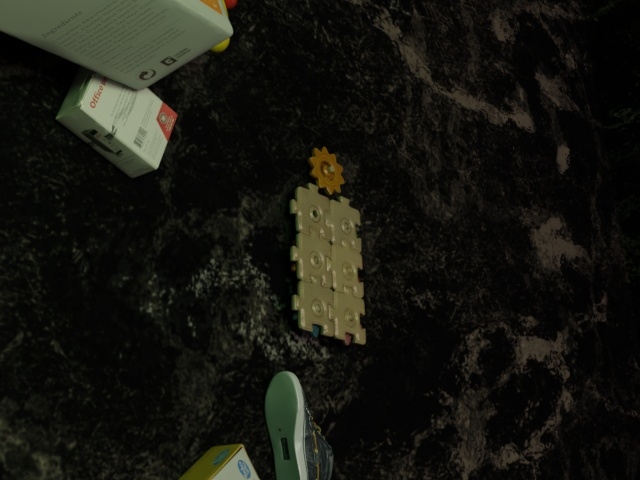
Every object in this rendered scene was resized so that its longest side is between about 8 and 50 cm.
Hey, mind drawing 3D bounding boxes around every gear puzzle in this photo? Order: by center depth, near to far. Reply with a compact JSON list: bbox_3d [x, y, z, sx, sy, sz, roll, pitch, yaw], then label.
[{"bbox_3d":[0.000,0.000,1.477,0.175,0.044,0.338,19,61,-45],"label":"gear puzzle"}]

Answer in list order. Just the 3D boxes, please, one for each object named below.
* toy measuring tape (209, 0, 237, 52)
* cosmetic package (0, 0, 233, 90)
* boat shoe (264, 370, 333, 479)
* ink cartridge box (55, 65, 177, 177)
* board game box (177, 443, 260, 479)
[{"bbox_3d":[-0.205,-0.406,1.313,0.121,0.121,0.330,-4,64,-52],"label":"toy measuring tape"},{"bbox_3d":[-0.303,-0.351,0.976,0.453,0.162,0.230,14,54,-63],"label":"cosmetic package"},{"bbox_3d":[-0.030,0.281,1.332,0.083,0.065,0.183,-2,87,-53],"label":"boat shoe"},{"bbox_3d":[-0.264,-0.162,1.177,0.135,0.056,0.099,41,48,-36],"label":"ink cartridge box"},{"bbox_3d":[-0.158,0.443,1.113,0.316,0.064,0.242,-38,108,-50],"label":"board game box"}]
